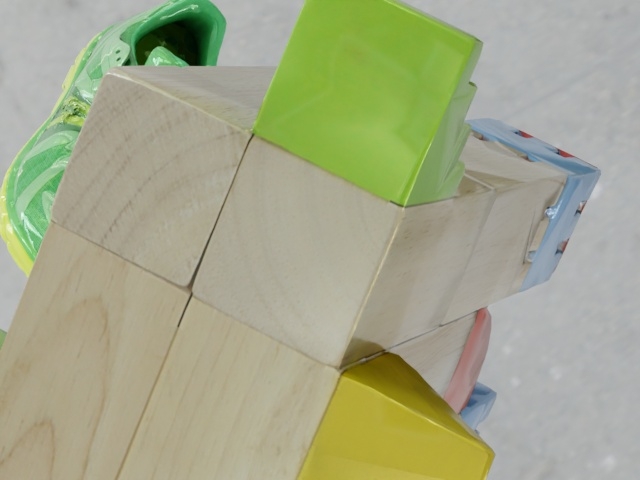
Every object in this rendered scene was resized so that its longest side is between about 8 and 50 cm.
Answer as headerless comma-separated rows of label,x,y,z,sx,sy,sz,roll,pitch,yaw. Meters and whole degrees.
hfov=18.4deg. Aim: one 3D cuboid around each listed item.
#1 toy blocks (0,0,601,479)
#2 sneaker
toy blocks,-0.027,0.091,0.680,0.190,0.261,0.381,27,103,17
sneaker,-0.131,-0.068,1.323,0.109,0.295,0.123,35,131,-23
